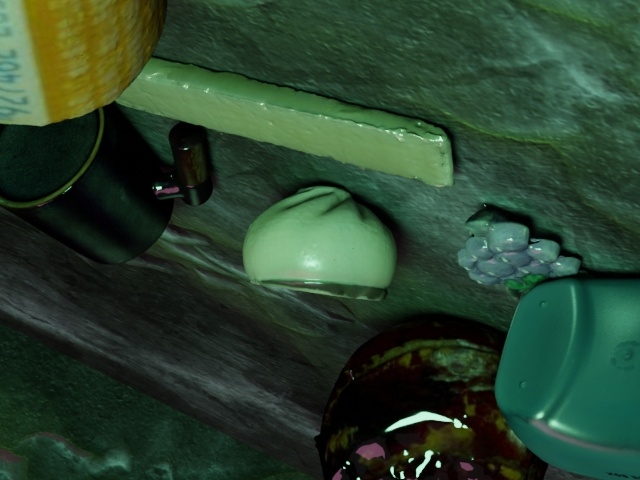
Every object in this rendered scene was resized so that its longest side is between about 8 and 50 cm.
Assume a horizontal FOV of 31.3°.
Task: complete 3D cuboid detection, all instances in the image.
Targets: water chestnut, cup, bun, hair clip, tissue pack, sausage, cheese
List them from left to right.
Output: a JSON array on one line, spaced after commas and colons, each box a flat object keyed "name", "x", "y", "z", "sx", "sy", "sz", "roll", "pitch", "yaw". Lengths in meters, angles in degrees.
[{"name": "sausage", "x": -0.221, "y": -0.241, "z": 0.793, "sx": 0.233, "sy": 0.233, "sz": 0.287, "roll": 23, "pitch": 158, "yaw": 3}, {"name": "cup", "x": -0.244, "y": -0.062, "z": 1.315, "sx": 0.239, "sy": 0.166, "sz": 0.177, "roll": 12, "pitch": 159, "yaw": 31}, {"name": "cheese", "x": -0.056, "y": -0.127, "z": 1.141, "sx": 0.400, "sy": 0.034, "sz": 0.085, "roll": 16, "pitch": 157, "yaw": 19}, {"name": "bun", "x": 0.000, "y": 0.000, "z": 1.259, "sx": 0.173, "sy": 0.120, "sz": 0.173, "roll": 6, "pitch": 178, "yaw": 0}, {"name": "water chestnut", "x": 0.150, "y": 0.242, "z": 1.495, "sx": 0.335, "sy": 0.347, "sz": 0.335, "roll": 1, "pitch": 118, "yaw": 1}, {"name": "hair clip", "x": 0.209, "y": 0.017, "z": 1.196, "sx": 0.124, "sy": 0.052, "sz": 0.195, "roll": -5, "pitch": 152, "yaw": 41}, {"name": "tissue pack", "x": 0.339, "y": 0.148, "z": 1.138, "sx": 0.287, "sy": 0.198, "sz": 0.206, "roll": -3, "pitch": 151, "yaw": 40}]
